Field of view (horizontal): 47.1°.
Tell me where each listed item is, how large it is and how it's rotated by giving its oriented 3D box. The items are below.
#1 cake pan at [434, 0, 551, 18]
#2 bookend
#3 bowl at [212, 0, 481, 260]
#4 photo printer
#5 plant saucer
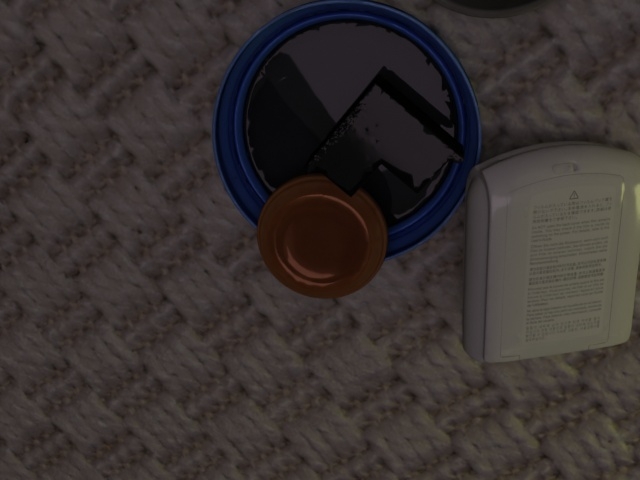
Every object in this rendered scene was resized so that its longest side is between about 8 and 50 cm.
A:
[{"bbox_3d":[0.219,-0.430,0.915,0.293,0.054,0.293,15,127,21],"label":"cake pan"},{"bbox_3d":[0.088,-0.115,1.013,0.157,0.072,0.156,38,113,-7],"label":"bookend"},{"bbox_3d":[0.038,-0.156,1.087,0.391,0.077,0.391,3,112,9],"label":"bowl"},{"bbox_3d":[0.329,0.012,1.053,0.256,0.107,0.307,-7,111,-10],"label":"photo printer"},{"bbox_3d":[0.000,0.000,1.092,0.200,0.037,0.200,4,111,9],"label":"plant saucer"}]
